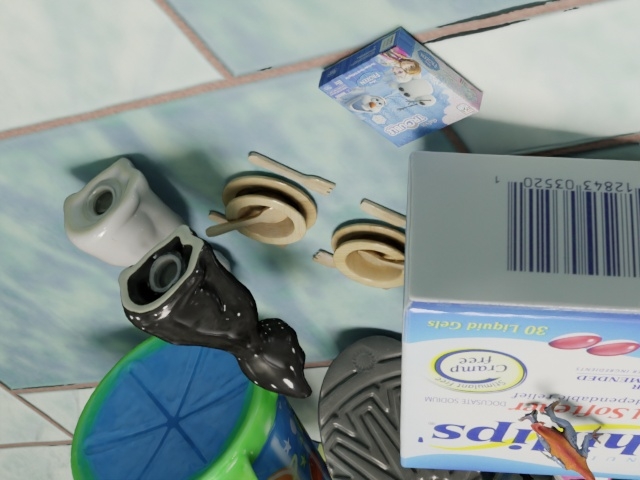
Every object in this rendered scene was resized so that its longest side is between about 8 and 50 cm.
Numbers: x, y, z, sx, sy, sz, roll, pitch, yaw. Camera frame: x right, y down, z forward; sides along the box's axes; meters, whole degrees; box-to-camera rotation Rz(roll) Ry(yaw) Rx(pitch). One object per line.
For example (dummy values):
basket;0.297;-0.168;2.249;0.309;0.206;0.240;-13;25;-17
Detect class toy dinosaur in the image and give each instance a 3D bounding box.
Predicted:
toy dinosaur;0.188;0.168;1.128;0.047;0.090;0.082;-31;89;29

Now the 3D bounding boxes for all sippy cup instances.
sippy cup;-0.104;0.239;1.520;0.240;0.305;0.224;-20;133;21

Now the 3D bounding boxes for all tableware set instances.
tableware set;0.000;0.000;1.296;0.194;0.039;0.128;23;148;-11

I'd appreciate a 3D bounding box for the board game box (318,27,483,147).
board game box;0.061;-0.114;1.105;0.090;0.020;0.090;33;145;-28

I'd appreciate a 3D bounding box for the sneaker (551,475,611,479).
sneaker;0.248;0.180;1.427;0.111;0.103;0.252;21;152;13

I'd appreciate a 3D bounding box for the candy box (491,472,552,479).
candy box;0.279;0.320;1.531;0.159;0.071;0.233;28;-177;-15

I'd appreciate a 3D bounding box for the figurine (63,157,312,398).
figurine;-0.113;0.043;1.305;0.209;0.092;0.215;43;-179;-43

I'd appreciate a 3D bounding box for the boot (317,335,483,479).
boot;0.104;0.305;1.614;0.146;0.367;0.445;-24;170;-5

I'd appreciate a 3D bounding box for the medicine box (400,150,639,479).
medicine box;0.198;0.070;1.179;0.264;0.149;0.289;2;147;5

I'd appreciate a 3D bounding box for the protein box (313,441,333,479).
protein box;-0.062;0.363;1.746;0.136;0.201;0.200;17;149;-1
